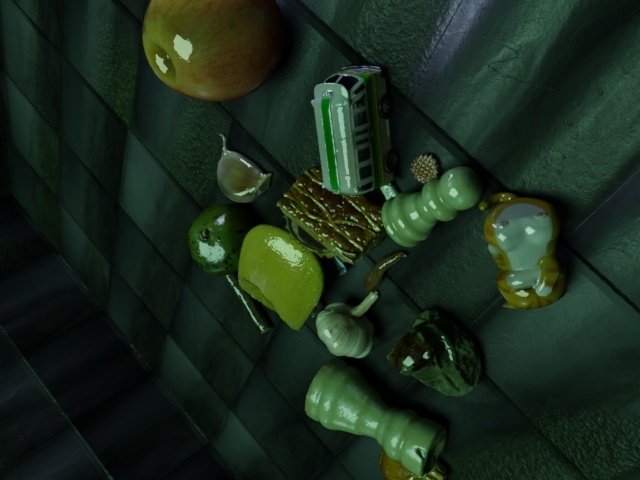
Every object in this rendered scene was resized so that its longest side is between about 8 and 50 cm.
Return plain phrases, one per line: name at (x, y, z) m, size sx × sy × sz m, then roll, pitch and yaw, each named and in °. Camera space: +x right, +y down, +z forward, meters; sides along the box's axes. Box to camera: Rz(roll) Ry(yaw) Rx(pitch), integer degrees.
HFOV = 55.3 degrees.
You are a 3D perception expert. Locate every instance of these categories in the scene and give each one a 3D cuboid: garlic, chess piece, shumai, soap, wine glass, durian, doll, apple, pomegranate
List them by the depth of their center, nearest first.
doll at (0.457, 0.033, 1.359) m, size 0.167 × 0.162 × 0.269 m, roll -9°, pitch 104°, yaw 19°
chess piece at (0.283, -0.095, 1.488) m, size 0.251 × 0.144 × 0.144 m, roll -34°, pitch 88°, yaw 45°
apple at (-0.296, -0.547, 1.645) m, size 0.364 × 0.364 × 0.363 m, roll 27°, pitch 132°, yaw 34°
shumai at (0.303, 0.342, 1.686) m, size 0.225 × 0.222 × 0.260 m, roll -26°, pitch 99°, yaw 49°
durian at (0.000, -0.041, 1.781) m, size 0.305 × 0.196 × 0.185 m, roll 50°, pitch 148°, yaw 7°
garlic at (0.109, 0.245, 1.888) m, size 0.199 × 0.199 × 0.226 m, roll 46°, pitch 114°, yaw 16°
soap at (-0.135, 0.123, 1.958) m, size 0.306 × 0.115 × 0.427 m, roll 37°, pitch 140°, yaw 15°
chess piece at (0.180, 0.578, 1.987) m, size 0.442 × 0.234 × 0.233 m, roll 24°, pitch 131°, yaw 32°
garlic at (-0.288, -0.223, 2.050) m, size 0.267 × 0.148 × 0.128 m, roll 41°, pitch 175°, yaw 15°
wine glass at (-0.050, 0.186, 2.078) m, size 0.073 × 0.073 × 0.155 m, roll -27°, pitch 93°, yaw 52°
pomegranate at (-0.327, 0.001, 2.130) m, size 0.255 × 0.271 × 0.254 m, roll -5°, pitch 80°, yaw 31°

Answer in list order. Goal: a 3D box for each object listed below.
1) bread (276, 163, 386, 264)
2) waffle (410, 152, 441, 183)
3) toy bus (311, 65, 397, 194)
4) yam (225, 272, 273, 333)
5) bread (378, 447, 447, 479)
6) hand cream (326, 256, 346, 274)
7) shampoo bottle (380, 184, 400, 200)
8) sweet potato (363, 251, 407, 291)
bread at (0.041, -0.075, 1.685) m, size 0.275 × 0.184 × 0.114 m, roll 39°, pitch 167°, yaw 16°
waffle at (0.264, -0.180, 1.527) m, size 0.083 × 0.029 × 0.075 m, roll -17°, pitch 102°, yaw 49°
toy bus at (0.079, -0.272, 1.535) m, size 0.143 × 0.179 × 0.305 m, roll 14°, pitch 120°, yaw 42°
yam at (-0.280, 0.240, 2.376) m, size 0.274 × 0.061 × 0.061 m, roll 57°, pitch 142°, yaw 3°
bread at (0.302, 0.772, 2.067) m, size 0.235 × 0.099 × 0.210 m, roll 35°, pitch 137°, yaw 26°
hand cream at (0.000, 0.000, 1.909) m, size 0.256 × 0.055 × 0.088 m, roll 57°, pitch 162°, yaw 1°
shampoo bottle at (0.190, -0.124, 1.641) m, size 0.141 × 0.034 × 0.049 m, roll 60°, pitch 147°, yaw 0°
sweet potato at (0.181, 0.084, 1.781) m, size 0.050 × 0.050 × 0.214 m, roll 49°, pitch 138°, yaw 11°
